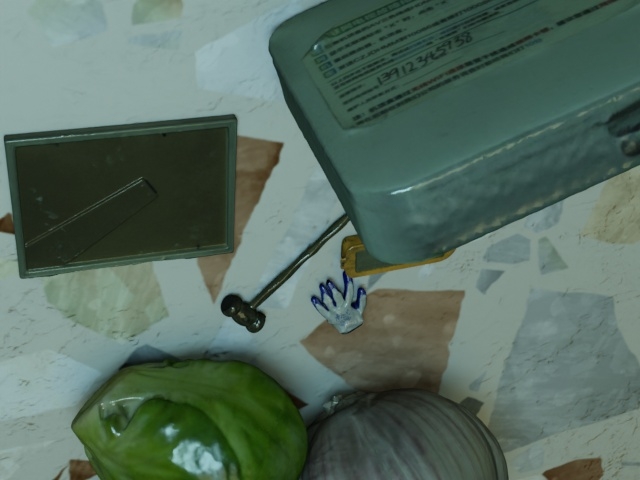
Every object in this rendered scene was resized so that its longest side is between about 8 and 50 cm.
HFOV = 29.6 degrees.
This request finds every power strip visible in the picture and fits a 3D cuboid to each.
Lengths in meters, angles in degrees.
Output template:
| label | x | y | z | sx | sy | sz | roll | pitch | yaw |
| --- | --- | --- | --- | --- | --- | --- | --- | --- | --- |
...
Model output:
| label | x | y | z | sx | sy | sz | roll | pitch | yaw |
| --- | --- | --- | --- | --- | --- | --- | --- | --- | --- |
| power strip | 0.106 | 0.007 | 1.485 | 0.178 | 0.028 | 0.049 | -10 | 127 | -13 |

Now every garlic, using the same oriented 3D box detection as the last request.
| label | x | y | z | sx | sy | sz | roll | pitch | yaw |
| --- | --- | --- | --- | --- | --- | --- | --- | --- | --- |
| garlic | 0.090 | 0.309 | 1.542 | 0.317 | 0.259 | 0.317 | -30 | 164 | -9 |

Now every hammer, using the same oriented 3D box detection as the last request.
| label | x | y | z | sx | sy | sz | roll | pitch | yaw |
| --- | --- | --- | --- | --- | --- | --- | --- | --- | --- |
| hammer | 0.000 | 0.000 | 1.447 | 0.292 | 0.029 | 0.058 | -44 | 129 | 11 |

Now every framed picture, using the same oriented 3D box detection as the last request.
| label | x | y | z | sx | sy | sz | roll | pitch | yaw |
| --- | --- | --- | --- | --- | --- | --- | --- | --- | --- |
| framed picture | -0.214 | -0.047 | 1.339 | 0.250 | 0.016 | 0.184 | -8 | 127 | -14 |

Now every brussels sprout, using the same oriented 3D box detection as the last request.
| label | x | y | z | sx | sy | sz | roll | pitch | yaw |
| --- | --- | --- | --- | --- | --- | --- | --- | --- | --- |
| brussels sprout | -0.159 | 0.246 | 1.453 | 0.271 | 0.210 | 0.219 | 29 | 138 | -11 |

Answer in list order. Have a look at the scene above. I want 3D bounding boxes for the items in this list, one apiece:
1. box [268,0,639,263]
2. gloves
| label | x | y | z | sx | sy | sz | roll | pitch | yaw |
| --- | --- | --- | --- | --- | --- | --- | --- | --- | --- |
| box | 0.170 | -0.173 | 1.149 | 0.396 | 0.396 | 0.111 | -23 | 125 | -1 |
| gloves | 0.027 | 0.076 | 1.510 | 0.064 | 0.026 | 0.086 | -34 | 124 | 3 |
